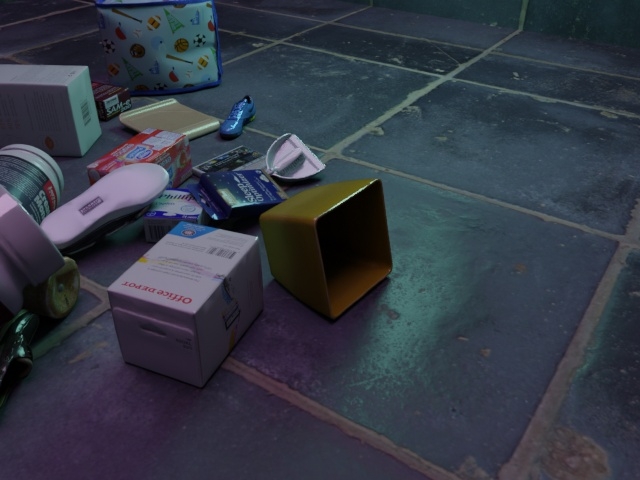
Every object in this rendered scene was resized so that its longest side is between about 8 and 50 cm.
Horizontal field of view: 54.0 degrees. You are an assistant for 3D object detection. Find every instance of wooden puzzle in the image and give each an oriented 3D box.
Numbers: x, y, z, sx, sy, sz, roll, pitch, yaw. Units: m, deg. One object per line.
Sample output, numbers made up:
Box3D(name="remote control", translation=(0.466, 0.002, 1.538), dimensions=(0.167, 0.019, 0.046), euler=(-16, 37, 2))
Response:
Box3D(name="wooden puzzle", translation=(-0.466, -0.360, 1.939), dimensions=(0.238, 0.044, 0.221), euler=(32, 44, 32))

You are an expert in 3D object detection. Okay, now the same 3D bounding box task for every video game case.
Box3D(name="video game case", translation=(-0.221, -0.195, 1.706), dimensions=(0.173, 0.022, 0.190), euler=(26, 42, 33))

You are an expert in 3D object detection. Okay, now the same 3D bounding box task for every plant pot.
Box3D(name="plant pot", translation=(0.000, 0.000, 1.264), dimensions=(0.187, 0.212, 0.212), euler=(11, 33, 38))

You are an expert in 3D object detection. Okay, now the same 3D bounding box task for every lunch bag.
Box3D(name="lunch bag", translation=(-0.544, -0.692, 2.182), dimensions=(0.385, 0.328, 0.239), euler=(-5, 35, -5))

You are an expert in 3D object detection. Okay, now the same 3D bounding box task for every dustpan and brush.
Box3D(name="dustpan and brush", translation=(-0.108, -0.191, 1.648), dimensions=(0.211, 0.060, 0.147), euler=(-39, 73, -13))

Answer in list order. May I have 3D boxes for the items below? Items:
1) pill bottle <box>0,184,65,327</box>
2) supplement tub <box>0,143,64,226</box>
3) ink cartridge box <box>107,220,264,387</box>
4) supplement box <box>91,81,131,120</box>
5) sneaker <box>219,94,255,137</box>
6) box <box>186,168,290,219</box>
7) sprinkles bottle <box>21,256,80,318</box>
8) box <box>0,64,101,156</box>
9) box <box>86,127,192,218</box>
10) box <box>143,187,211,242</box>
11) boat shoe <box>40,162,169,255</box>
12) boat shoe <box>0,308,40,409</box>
Box3D(name="pill bottle", translation=(-0.627, 0.091, 0.995), dimensions=(0.224, 0.224, 0.392), euler=(29, 61, 36))
Box3D(name="supplement tub", translation=(-0.689, -0.077, 1.367), dimensions=(0.191, 0.191, 0.272), euler=(1, 34, 0))
Box3D(name="ink cartridge box", translation=(-0.229, 0.105, 1.117), dimensions=(0.171, 0.168, 0.233), euler=(13, 35, 19))
Box3D(name="supplement box", translation=(-0.758, -0.464, 2.060), dimensions=(0.239, 0.073, 0.130), euler=(14, 37, 21))
Box3D(name="sneaker", translation=(-0.260, -0.387, 1.942), dimensions=(0.069, 0.082, 0.209), euler=(11, 36, 12))
Box3D(name="box", translation=(-0.189, -0.112, 1.488), dimensions=(0.225, 0.037, 0.136), euler=(-12, 49, -43))
Box3D(name="sprinkles bottle", translation=(-0.653, 0.072, 1.206), dimensions=(0.355, 0.121, 0.121), euler=(6, 34, 8))
Box3D(name="box", translation=(-0.838, -0.373, 1.795), dimensions=(0.345, 0.215, 0.168), euler=(2, 33, 2))
Box3D(name="box", translation=(-0.446, -0.174, 1.578), dimensions=(0.128, 0.123, 0.257), euler=(12, 35, 18))
Box3D(name="box", translation=(-0.326, -0.058, 1.450), dimensions=(0.126, 0.072, 0.137), euler=(3, 33, 3))
Box3D(name="boat shoe", translation=(-0.470, -0.064, 1.399), dimensions=(0.301, 0.102, 0.108), euler=(-38, 75, -22))
Box3D(name="boat shoe", translation=(-0.519, 0.206, 1.052), dimensions=(0.073, 0.080, 0.224), euler=(12, 35, -1))
